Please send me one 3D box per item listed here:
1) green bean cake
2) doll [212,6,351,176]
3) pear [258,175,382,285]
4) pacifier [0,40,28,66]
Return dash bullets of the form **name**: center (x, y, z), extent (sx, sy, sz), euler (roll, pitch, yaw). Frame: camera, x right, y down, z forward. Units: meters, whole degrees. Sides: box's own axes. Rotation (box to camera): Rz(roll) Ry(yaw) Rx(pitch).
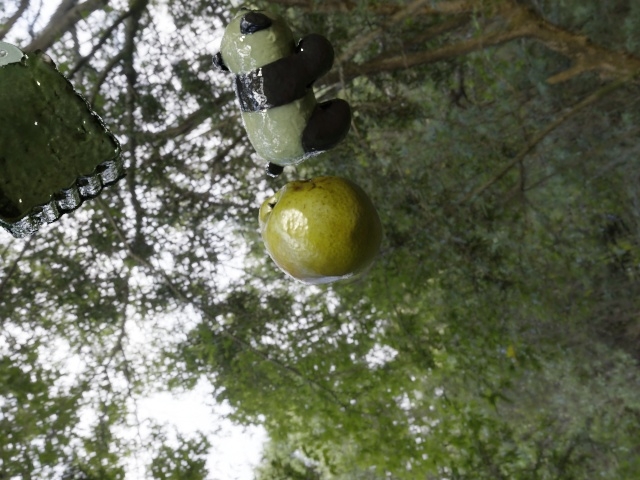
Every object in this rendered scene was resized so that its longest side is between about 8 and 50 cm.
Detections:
- **green bean cake**: center (-0.491, -0.159, 1.082), extent (0.255, 0.241, 0.132), euler (48, 163, 2)
- **doll**: center (-0.057, -0.216, 0.916), extent (0.135, 0.143, 0.234), euler (-34, -63, -38)
- **pear**: center (0.000, 0.000, 0.711), extent (0.141, 0.141, 0.104), euler (41, -141, -53)
- **pacifier**: center (-0.634, -0.330, 1.294), extent (0.116, 0.127, 0.150), euler (-121, 20, -86)
